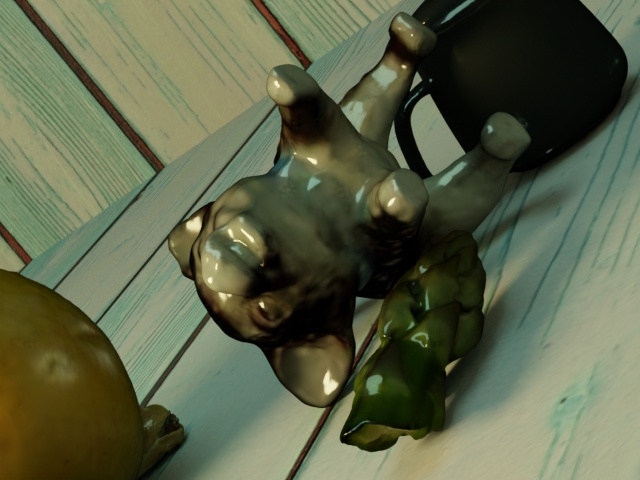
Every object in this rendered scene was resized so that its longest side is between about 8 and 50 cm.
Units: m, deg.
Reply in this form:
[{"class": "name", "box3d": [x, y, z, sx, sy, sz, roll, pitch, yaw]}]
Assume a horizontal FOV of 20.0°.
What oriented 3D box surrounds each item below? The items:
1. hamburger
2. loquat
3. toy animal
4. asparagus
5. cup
[{"class": "hamburger", "box3d": [-0.166, 0.186, 1.668, 0.083, 0.044, 0.076, -44, 11, -11]}, {"class": "loquat", "box3d": [-0.290, 0.163, 1.531, 0.276, 0.284, 0.276, -23, 45, 25]}, {"class": "toy animal", "box3d": [0.000, 0.000, 1.460, 0.303, 0.194, 0.344, -54, -14, 26]}, {"class": "asparagus", "box3d": [0.072, 0.073, 1.280, 0.080, 0.080, 0.287, -32, 19, 32]}, {"class": "cup", "box3d": [0.153, -0.147, 1.627, 0.223, 0.176, 0.169, -41, 14, -15]}]
